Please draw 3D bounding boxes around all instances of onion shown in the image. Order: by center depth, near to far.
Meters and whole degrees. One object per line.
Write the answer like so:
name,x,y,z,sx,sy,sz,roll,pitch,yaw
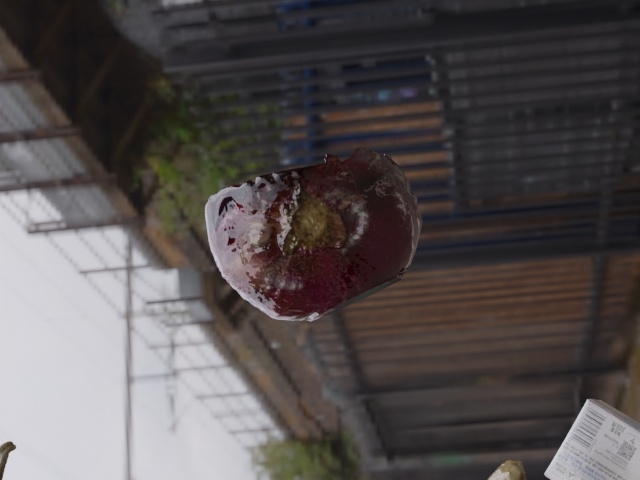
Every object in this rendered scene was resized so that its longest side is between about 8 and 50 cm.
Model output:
onion,0.000,0.000,1.292,0.218,0.195,0.140,55,-166,-83

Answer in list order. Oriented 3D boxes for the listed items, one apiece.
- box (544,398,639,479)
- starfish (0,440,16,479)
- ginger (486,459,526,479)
box,0.460,0.346,2.052,0.139,0.194,0.073,-62,-26,7
starfish,-0.591,0.477,2.167,0.094,0.375,0.327,55,-138,-58
ginger,0.220,0.414,1.788,0.258,0.065,0.149,-64,10,-3
